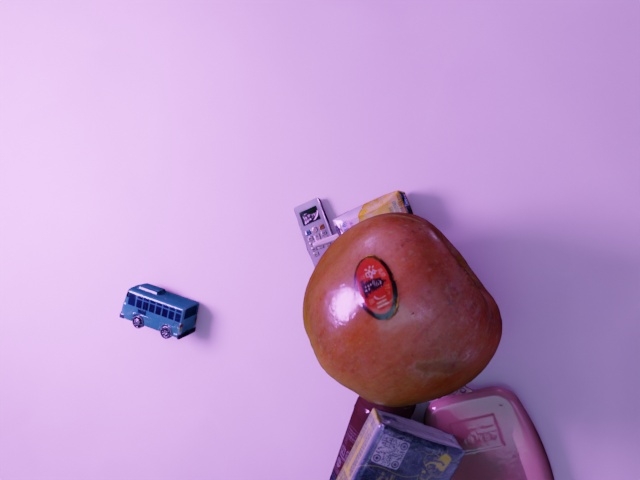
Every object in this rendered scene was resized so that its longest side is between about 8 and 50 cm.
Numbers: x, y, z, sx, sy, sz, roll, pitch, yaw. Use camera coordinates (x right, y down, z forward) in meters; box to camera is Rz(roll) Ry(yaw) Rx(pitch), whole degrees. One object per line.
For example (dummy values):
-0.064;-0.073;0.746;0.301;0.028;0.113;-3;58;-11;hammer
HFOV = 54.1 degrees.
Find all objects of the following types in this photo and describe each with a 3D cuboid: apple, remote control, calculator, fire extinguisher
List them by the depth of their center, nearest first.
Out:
0.121;0.124;1.078;0.305;0.338;0.339;-38;82;12;apple
0.322;0.434;1.202;0.220;0.048;0.330;-20;91;21;calculator
0.082;0.451;1.264;0.135;0.114;0.338;34;110;58;fire extinguisher
0.000;0.000;1.286;0.065;0.029;0.166;-23;83;21;remote control

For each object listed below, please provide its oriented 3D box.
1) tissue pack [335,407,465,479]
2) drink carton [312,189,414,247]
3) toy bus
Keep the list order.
0.127;0.458;1.162;0.185;0.081;0.257;23;100;-16;tissue pack
0.083;-0.027;1.229;0.199;0.074;0.084;-23;85;21;drink carton
-0.360;0.154;1.402;0.160;0.079;0.092;16;101;17;toy bus
